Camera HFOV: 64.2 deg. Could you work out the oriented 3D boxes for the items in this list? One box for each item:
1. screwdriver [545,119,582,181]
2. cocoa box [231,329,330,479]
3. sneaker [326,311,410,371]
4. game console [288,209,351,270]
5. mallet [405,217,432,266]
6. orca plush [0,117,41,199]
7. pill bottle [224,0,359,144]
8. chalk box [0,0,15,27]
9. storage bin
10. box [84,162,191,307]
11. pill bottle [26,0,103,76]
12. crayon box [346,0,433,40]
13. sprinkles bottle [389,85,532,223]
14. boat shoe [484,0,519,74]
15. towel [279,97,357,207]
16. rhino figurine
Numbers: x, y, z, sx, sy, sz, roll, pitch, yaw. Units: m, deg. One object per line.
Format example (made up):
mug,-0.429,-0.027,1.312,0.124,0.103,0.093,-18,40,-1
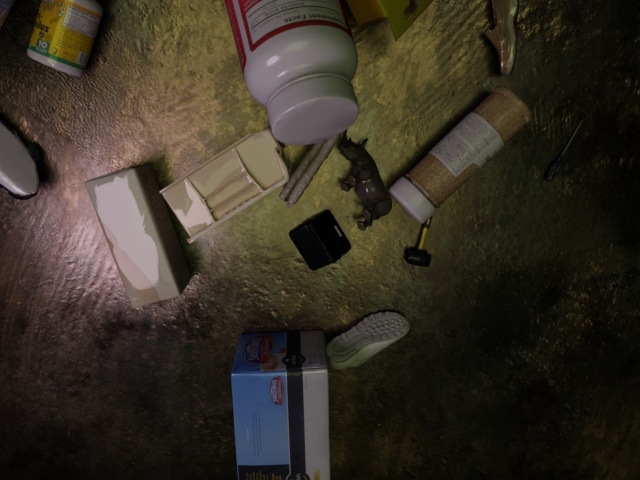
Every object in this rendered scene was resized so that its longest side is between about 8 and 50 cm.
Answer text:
screwdriver,0.616,-0.227,1.288,0.024,0.025,0.170,26,92,-8
cocoa box,-0.095,0.431,1.291,0.228,0.231,0.347,-2,104,-2
sneaker,0.128,0.269,1.350,0.235,0.090,0.095,-22,134,-6
game console,0.000,0.000,1.306,0.107,0.071,0.122,-39,105,-25
mallet,0.278,-0.022,1.307,0.062,0.039,0.189,19,98,-6
orca plush,-0.761,-0.205,1.170,0.102,0.151,0.287,-30,109,36
pill bottle,-0.058,-0.412,1.016,0.229,0.229,0.407,-15,76,0
chalk box,-0.779,-0.513,1.052,0.179,0.180,0.289,34,101,-10
storage bin,-0.190,-0.137,1.135,0.260,0.262,0.123,-31,101,4
box,-0.423,-0.016,1.211,0.121,0.148,0.311,-16,102,1
pill bottle,-0.545,-0.477,1.106,0.118,0.117,0.208,23,102,-8
crayon box,0.107,-0.582,1.018,0.202,0.081,0.318,-51,125,-29
sprinkles bottle,0.330,-0.202,1.220,0.355,0.121,0.121,-44,102,7
boat shoe,0.420,-0.483,1.194,0.072,0.068,0.190,0,94,9
towel,-0.001,-0.205,1.167,0.049,0.187,0.282,33,100,-7
rhino figurine,0.102,-0.154,1.237,0.106,0.073,0.243,-31,106,-33
